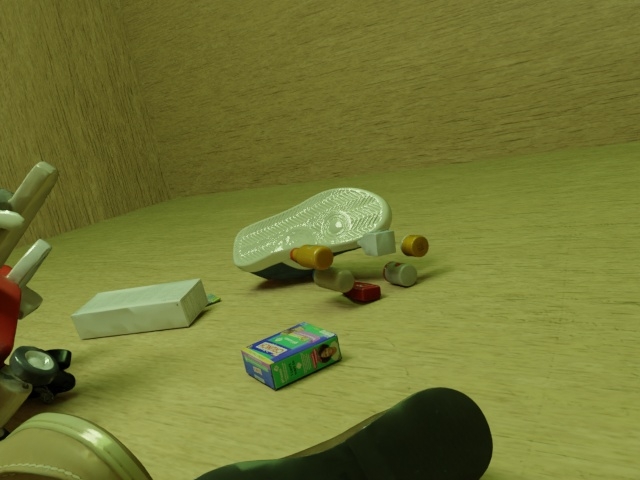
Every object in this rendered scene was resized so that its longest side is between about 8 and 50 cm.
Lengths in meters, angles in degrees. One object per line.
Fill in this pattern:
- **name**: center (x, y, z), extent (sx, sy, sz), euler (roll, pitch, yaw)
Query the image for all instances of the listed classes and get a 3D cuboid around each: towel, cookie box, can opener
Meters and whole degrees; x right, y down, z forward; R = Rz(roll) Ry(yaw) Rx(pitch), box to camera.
- **towel**: center (-0.248, 0.127, 1.280), extent (0.083, 0.009, 0.060), euler (-18, 12, -23)
- **cookie box**: center (-0.041, 0.155, 0.863), extent (0.107, 0.040, 0.092), euler (-20, 15, -29)
- **can opener**: center (-0.452, 0.221, 0.962), extent (0.186, 0.059, 0.073), euler (-19, 37, 18)

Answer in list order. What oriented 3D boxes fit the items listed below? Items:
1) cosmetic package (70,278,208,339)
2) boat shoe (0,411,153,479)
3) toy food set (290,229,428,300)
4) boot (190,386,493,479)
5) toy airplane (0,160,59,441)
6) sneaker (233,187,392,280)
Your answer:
- **cosmetic package**: center (-0.347, 0.133, 1.216), extent (0.239, 0.060, 0.099), euler (-9, 18, 18)
- **boat shoe**: center (-0.272, 0.238, 0.541), extent (0.341, 0.121, 0.110), euler (-22, 16, 35)
- **toy food set**: center (0.069, 0.041, 1.108), extent (0.232, 0.111, 0.104), euler (-11, 9, -28)
- **boot**: center (-0.013, 0.216, 0.504), extent (0.305, 0.112, 0.115), euler (-20, -17, -12)
- **toy airplane**: center (-0.521, 0.093, 0.876), extent (0.384, 0.272, 0.386), euler (-23, 45, 45)
- **sneaker**: center (0.000, 0.000, 1.259), extent (0.350, 0.131, 0.148), euler (-13, -30, 30)
